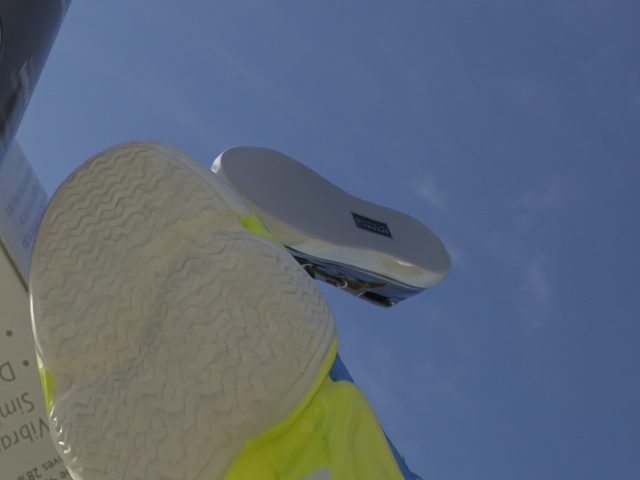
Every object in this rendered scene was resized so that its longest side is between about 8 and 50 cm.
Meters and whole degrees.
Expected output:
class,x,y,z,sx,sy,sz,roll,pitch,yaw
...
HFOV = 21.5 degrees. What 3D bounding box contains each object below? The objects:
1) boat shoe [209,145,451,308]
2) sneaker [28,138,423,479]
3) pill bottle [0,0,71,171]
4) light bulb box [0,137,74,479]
class,x,y,z,sx,sy,sz,roll,pitch,yaw
boat shoe,0.000,0.000,0.766,0.142,0.049,0.040,22,-52,-38
sneaker,-0.009,0.084,0.531,0.091,0.126,0.240,-29,-107,6
pill bottle,-0.167,-0.177,0.608,0.210,0.363,0.210,15,-24,7
light bulb box,-0.253,0.155,0.868,0.358,0.225,0.361,-27,-78,1
